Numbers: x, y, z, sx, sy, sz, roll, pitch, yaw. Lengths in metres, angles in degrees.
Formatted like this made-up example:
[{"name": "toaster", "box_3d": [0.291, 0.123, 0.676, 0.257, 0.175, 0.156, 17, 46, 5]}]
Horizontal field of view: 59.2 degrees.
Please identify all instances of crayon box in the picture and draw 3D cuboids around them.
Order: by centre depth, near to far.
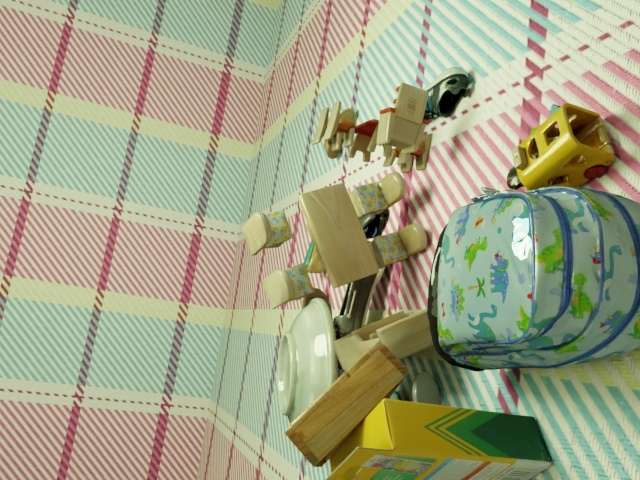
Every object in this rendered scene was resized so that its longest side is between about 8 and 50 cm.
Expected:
[{"name": "crayon box", "box_3d": [0.156, 0.337, 0.870, 0.083, 0.323, 0.203, -98, 28, -43]}]

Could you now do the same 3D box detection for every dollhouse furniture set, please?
[{"name": "dollhouse furniture set", "box_3d": [0.087, 0.057, 1.207, 0.394, 0.362, 0.256, 69, 154, 7]}, {"name": "dollhouse furniture set", "box_3d": [0.150, -0.268, 1.329, 0.259, 0.262, 0.135, -175, 99, -70]}]

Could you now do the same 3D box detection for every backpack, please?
[{"name": "backpack", "box_3d": [0.299, 0.053, 0.802, 0.355, 0.273, 0.290, -6, 72, 58]}]

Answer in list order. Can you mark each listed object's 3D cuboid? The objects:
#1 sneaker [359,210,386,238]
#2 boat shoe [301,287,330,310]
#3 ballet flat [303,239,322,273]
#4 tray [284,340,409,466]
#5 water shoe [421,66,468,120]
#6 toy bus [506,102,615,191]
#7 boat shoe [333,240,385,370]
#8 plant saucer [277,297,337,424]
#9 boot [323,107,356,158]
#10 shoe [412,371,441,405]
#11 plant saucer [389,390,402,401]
[{"name": "sneaker", "box_3d": [0.108, -0.037, 1.573, 0.217, 0.079, 0.121, 126, 151, -46]}, {"name": "boat shoe", "box_3d": [-0.020, 0.271, 1.733, 0.095, 0.095, 0.257, 115, 157, -47]}, {"name": "ballet flat", "box_3d": [0.000, 0.000, 1.865, 0.080, 0.073, 0.232, 154, 132, -71]}, {"name": "tray", "box_3d": [0.046, 0.316, 1.035, 0.203, 0.076, 0.411, -41, -18, -13]}, {"name": "water shoe", "box_3d": [0.267, -0.318, 1.314, 0.203, 0.073, 0.080, 135, 140, -57]}, {"name": "toy bus", "box_3d": [0.359, -0.124, 0.902, 0.191, 0.104, 0.202, -138, 62, -68]}, {"name": "boat shoe", "box_3d": [0.077, 0.158, 1.438, 0.112, 0.095, 0.335, 138, 153, -79]}, {"name": "plant saucer", "box_3d": [-0.050, 0.351, 1.484, 0.400, 0.101, 0.400, -177, 90, -78]}, {"name": "boot", "box_3d": [0.056, -0.396, 1.939, 0.152, 0.073, 0.197, -97, 29, -51]}, {"name": "shoe", "box_3d": [0.197, 0.359, 1.126, 0.081, 0.063, 0.178, -41, 45, 51]}, {"name": "plant saucer", "box_3d": [0.159, 0.393, 1.275, 0.119, 0.021, 0.119, -167, 90, -70]}]
